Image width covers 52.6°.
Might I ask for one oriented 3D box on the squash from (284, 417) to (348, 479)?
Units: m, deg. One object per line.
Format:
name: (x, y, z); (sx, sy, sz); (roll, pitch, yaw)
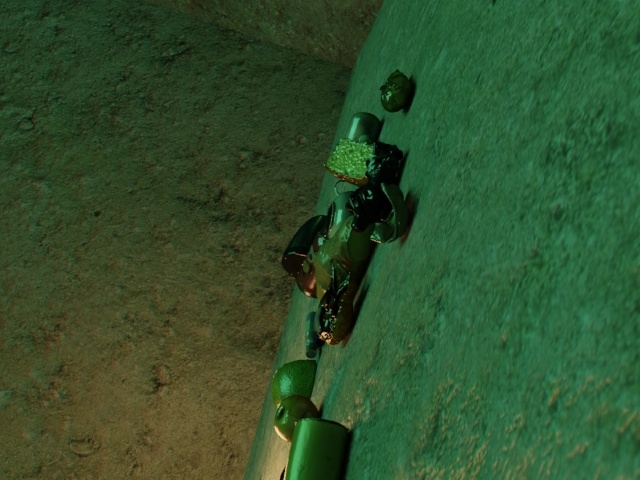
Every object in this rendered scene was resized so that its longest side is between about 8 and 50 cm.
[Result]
squash: (-0.016, 0.547, 1.489); (0.132, 0.133, 0.246); (117, 166, -59)

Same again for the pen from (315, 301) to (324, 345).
pen: (0.006, 0.293, 2.375); (0.269, 0.033, 0.033); (-83, 11, -61)

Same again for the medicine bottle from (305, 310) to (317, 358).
medicine bottle: (-0.029, 0.349, 2.364); (0.208, 0.054, 0.090); (-85, -11, -61)

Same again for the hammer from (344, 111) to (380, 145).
hammer: (0.166, -0.352, 2.365); (0.335, 0.119, 0.206); (-112, 37, -70)

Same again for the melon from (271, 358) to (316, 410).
melon: (-0.112, 0.554, 2.305); (0.169, 0.129, 0.265); (-88, 16, -55)

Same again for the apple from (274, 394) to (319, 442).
apple: (-0.068, 0.544, 1.965); (0.146, 0.147, 0.146); (-163, 90, -84)

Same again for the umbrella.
umbrella: (0.156, -0.145, 1.818); (0.110, 0.122, 0.272); (-11, 51, 58)

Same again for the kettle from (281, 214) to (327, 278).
kettle: (-0.016, -0.001, 2.595); (0.250, 0.208, 0.271); (104, -173, -55)

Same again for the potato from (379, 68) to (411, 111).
potato: (0.239, -0.477, 2.065); (0.117, 0.090, 0.225); (-53, 13, 29)

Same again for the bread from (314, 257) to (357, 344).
bread: (0.052, 0.191, 1.890); (0.139, 0.095, 0.268); (43, 123, 47)

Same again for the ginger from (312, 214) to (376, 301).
ginger: (0.068, 0.057, 1.957); (0.190, 0.126, 0.353); (51, 130, 29)

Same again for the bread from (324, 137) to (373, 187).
bread: (0.138, -0.239, 2.058); (0.229, 0.140, 0.143); (27, 93, 50)

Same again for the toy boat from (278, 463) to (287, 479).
toy boat: (-0.054, 0.672, 1.853); (0.318, 0.072, 0.219); (-56, 13, 38)

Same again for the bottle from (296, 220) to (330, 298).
bottle: (0.027, 0.050, 2.343); (0.144, 0.144, 0.336); (-82, 12, -53)

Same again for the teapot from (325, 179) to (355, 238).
teapot: (0.084, -0.068, 2.116); (0.193, 0.130, 0.294); (126, 150, -69)

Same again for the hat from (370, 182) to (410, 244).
hat: (0.193, -0.078, 1.608); (0.175, 0.085, 0.146); (-38, -41, -60)
